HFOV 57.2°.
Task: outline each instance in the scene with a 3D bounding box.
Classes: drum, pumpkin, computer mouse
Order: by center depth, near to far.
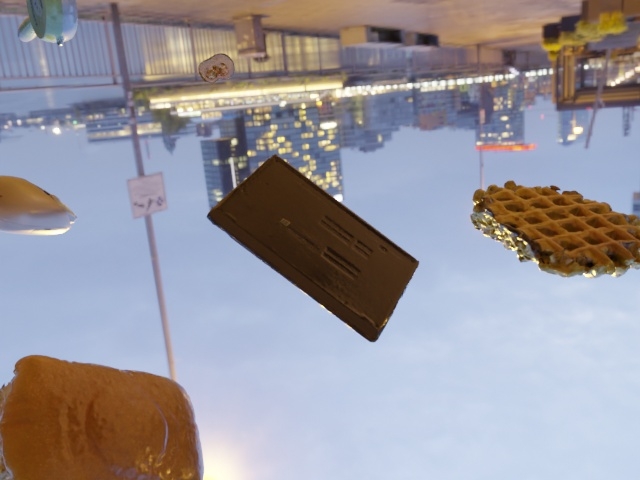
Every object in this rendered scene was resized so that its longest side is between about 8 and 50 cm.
[{"bbox_3d":[-0.461,-0.357,0.981,0.049,0.130,0.253,-15,175,-36],"label":"drum"},{"bbox_3d":[-0.201,-0.342,1.154,0.083,0.050,0.028,-10,-146,23],"label":"pumpkin"},{"bbox_3d":[-0.602,-0.072,1.189,0.145,0.082,0.236,34,-172,13],"label":"computer mouse"}]

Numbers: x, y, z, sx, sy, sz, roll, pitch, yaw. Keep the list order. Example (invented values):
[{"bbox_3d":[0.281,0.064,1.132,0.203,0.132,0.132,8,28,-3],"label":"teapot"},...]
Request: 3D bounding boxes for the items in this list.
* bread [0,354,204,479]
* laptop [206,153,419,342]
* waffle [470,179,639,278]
[{"bbox_3d":[-0.239,0.222,0.639,0.121,0.174,0.245,-28,145,28],"label":"bread"},{"bbox_3d":[0.000,0.000,0.575,0.197,0.016,0.135,36,-139,3],"label":"laptop"},{"bbox_3d":[0.402,-0.027,1.018,0.311,0.060,0.307,21,-148,32],"label":"waffle"}]
